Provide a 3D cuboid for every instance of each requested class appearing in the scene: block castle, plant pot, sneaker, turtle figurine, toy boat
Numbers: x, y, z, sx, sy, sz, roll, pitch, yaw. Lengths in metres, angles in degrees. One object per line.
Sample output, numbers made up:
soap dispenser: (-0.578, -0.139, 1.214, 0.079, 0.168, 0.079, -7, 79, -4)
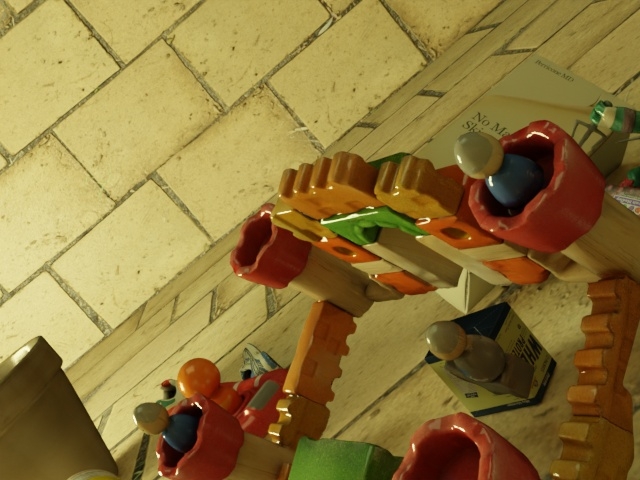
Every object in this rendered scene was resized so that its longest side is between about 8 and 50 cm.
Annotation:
block castle: (0.037, 0.086, 0.696, 0.453, 0.213, 0.303, -12, 54, 56)
plant pot: (-0.524, 0.379, 1.463, 0.323, 0.280, 0.323, -38, 12, 10)
sneaker: (-0.246, 0.267, 1.505, 0.057, 0.075, 0.161, -33, 15, 31)
turtle figurine: (0.387, -0.115, 0.886, 0.175, 0.118, 0.234, 5, -39, -45)
sneaker: (-0.113, 0.210, 1.374, 0.058, 0.052, 0.135, -48, 13, -13)
toy boat: (-0.140, 0.226, 1.156, 0.231, 0.151, 0.151, -26, 18, 48)

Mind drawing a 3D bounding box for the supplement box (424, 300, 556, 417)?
supplement box: (0.163, 0.116, 0.795, 0.083, 0.083, 0.056, -27, 18, 47)

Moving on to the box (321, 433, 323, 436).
box: (-0.051, 0.294, 0.910, 0.105, 0.043, 0.179, -32, 17, 36)

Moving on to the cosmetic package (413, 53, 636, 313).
cosmetic package: (0.222, -0.076, 1.016, 0.309, 0.160, 0.113, -42, -30, -19)

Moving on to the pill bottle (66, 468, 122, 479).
pill bottle: (-0.316, 0.392, 1.178, 0.117, 0.117, 0.215, -45, 13, -22)

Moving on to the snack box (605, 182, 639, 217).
snack box: (0.265, -0.014, 0.857, 0.141, 0.037, 0.100, 17, 75, 43)
